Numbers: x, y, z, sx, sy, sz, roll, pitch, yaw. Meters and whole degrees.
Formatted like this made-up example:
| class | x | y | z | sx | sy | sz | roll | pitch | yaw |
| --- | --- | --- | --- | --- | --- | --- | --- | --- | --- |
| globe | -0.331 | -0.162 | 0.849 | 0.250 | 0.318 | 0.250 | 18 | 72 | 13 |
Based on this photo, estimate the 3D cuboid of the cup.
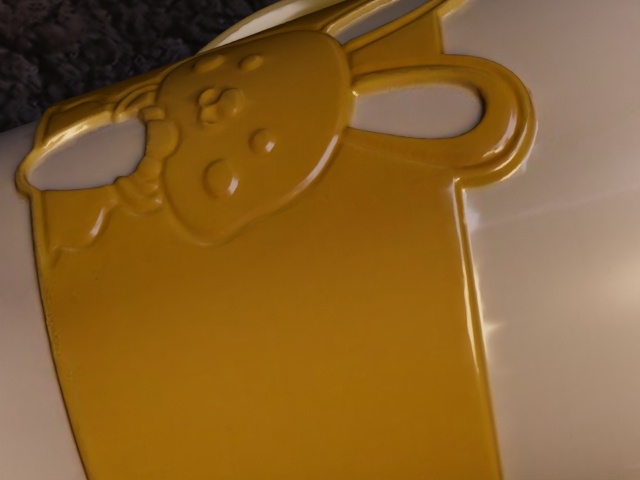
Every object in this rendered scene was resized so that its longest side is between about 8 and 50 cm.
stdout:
| class | x | y | z | sx | sy | sz | roll | pitch | yaw |
| --- | --- | --- | --- | --- | --- | --- | --- | --- | --- |
| cup | 0.000 | 0.000 | 0.443 | 0.226 | 0.185 | 0.241 | -14 | 44 | 3 |
